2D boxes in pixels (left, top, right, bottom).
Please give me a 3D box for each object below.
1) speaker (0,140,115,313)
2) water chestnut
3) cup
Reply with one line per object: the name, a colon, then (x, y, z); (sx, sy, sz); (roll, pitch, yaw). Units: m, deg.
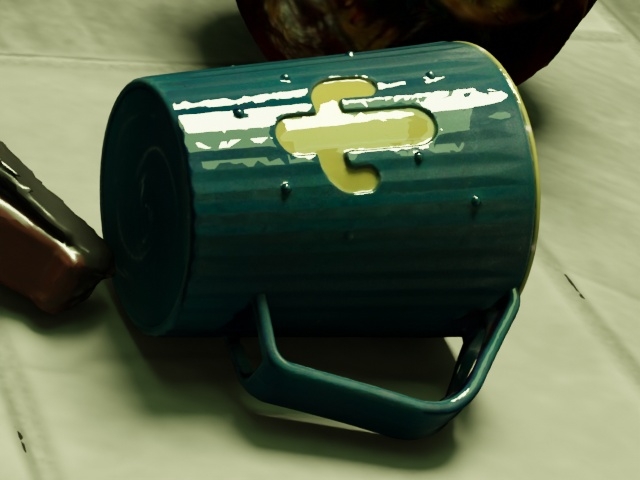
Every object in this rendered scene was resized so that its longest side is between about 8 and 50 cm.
speaker: (-0.226, -0.067, 0.769); (0.259, 0.198, 0.329); (12, 20, 16)
water chestnut: (0.059, -0.175, 1.031); (0.223, 0.223, 0.238); (-6, 6, -34)
cup: (0.000, 0.000, 0.833); (0.155, 0.131, 0.176); (-3, 62, -25)
